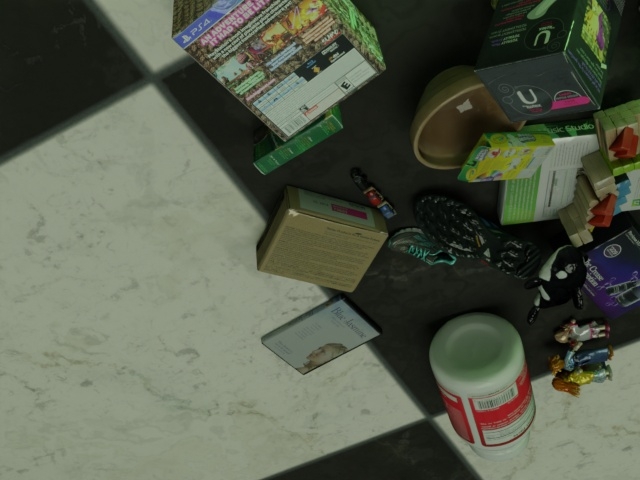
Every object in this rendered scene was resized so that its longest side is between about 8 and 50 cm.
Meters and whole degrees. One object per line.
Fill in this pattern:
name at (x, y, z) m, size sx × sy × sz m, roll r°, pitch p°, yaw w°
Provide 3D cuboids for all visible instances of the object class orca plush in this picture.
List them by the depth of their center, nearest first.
orca plush at (0.521, 0.119, 1.858) m, size 0.151 × 0.102 × 0.287 m, roll -15°, pitch 151°, yaw -24°

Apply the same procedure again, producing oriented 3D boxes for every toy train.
toy train at (0.115, -0.095, 1.813) m, size 0.027 × 0.036 × 0.158 m, roll -30°, pitch 130°, yaw 21°

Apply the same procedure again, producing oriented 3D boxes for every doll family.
doll family at (0.676, 0.323, 2.230) m, size 0.163 × 0.118 × 0.263 m, roll -11°, pitch 134°, yaw 4°

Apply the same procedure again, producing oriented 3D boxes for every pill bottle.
pill bottle at (0.426, 0.389, 2.185) m, size 0.228 × 0.229 × 0.408 m, roll -16°, pitch 134°, yaw 8°

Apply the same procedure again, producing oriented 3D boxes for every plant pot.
plant pot at (0.268, -0.250, 1.614) m, size 0.237 × 0.110 × 0.237 m, roll -15°, pitch 148°, yaw -10°

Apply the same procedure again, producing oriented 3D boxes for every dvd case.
dvd case at (0.005, 0.239, 2.130) m, size 0.253 × 0.022 × 0.180 m, roll -30°, pitch 130°, yaw 20°

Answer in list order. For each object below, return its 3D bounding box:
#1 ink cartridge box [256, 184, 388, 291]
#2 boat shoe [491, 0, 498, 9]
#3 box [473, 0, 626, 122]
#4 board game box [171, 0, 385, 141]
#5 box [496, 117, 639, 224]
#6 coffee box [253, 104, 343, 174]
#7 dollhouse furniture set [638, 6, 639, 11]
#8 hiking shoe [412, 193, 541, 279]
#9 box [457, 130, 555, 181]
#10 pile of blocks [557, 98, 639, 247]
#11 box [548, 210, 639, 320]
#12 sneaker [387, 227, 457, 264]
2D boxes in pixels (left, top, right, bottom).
ink cartridge box at (0.000, 0.000, 1.854) m, size 0.234 × 0.088 × 0.193 m, roll 15°, pitch 129°, yaw -19°
boat shoe at (0.328, -0.424, 1.517) m, size 0.045 × 0.050 × 0.135 m, roll -10°, pitch 133°, yaw 38°
box at (0.388, -0.350, 1.417) m, size 0.165 × 0.270 × 0.143 m, roll -4°, pitch 144°, yaw 43°
board game box at (-0.070, -0.356, 1.466) m, size 0.232 × 0.141 × 0.291 m, roll -33°, pitch 129°, yaw 22°
box at (0.541, -0.150, 1.805) m, size 0.321 × 0.059 × 0.232 m, roll -7°, pitch 134°, yaw -2°
coffee box at (-0.046, -0.213, 1.630) m, size 0.184 × 0.113 × 0.040 m, roll -28°, pitch 128°, yaw 21°
dollhouse furniture set at (0.584, -0.433, 1.437) m, size 0.242 × 0.212 × 0.161 m, roll -2°, pitch 140°, yaw -41°
hiking shoe at (0.330, -0.006, 1.874) m, size 0.304 × 0.132 × 0.113 m, roll 30°, pitch 93°, yaw -6°
box at (0.354, -0.162, 1.660) m, size 0.179 × 0.043 × 0.105 m, roll -7°, pitch 146°, yaw -27°
pile of blocks at (0.598, -0.109, 1.734) m, size 0.148 × 0.113 × 0.362 m, roll 0°, pitch 134°, yaw -8°
box at (0.683, 0.050, 1.984) m, size 0.184 × 0.103 × 0.261 m, roll -36°, pitch 128°, yaw 21°
sneaker at (0.235, 0.018, 1.910) m, size 0.166 × 0.076 × 0.065 m, roll 2°, pitch 132°, yaw -9°
